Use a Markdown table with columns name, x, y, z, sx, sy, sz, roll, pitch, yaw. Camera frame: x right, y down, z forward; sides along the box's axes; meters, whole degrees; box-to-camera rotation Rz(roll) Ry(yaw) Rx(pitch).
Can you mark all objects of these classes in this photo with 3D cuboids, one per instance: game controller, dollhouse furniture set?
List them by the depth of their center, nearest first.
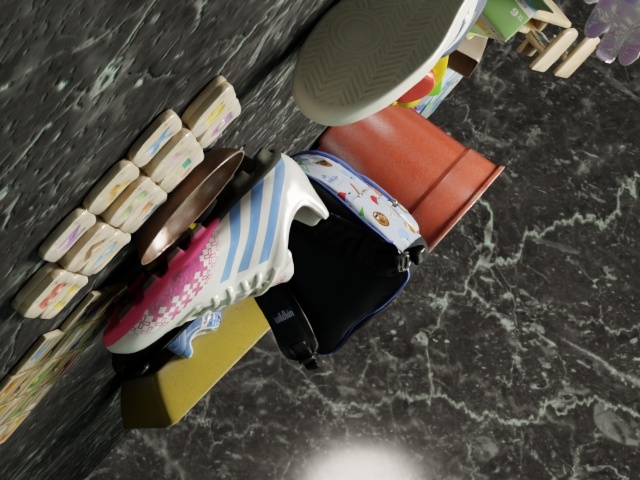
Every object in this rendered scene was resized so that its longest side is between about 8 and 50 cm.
| name | x | y | z | sx | sy | sz | roll | pitch | yaw |
| --- | --- | --- | --- | --- | --- | --- | --- | --- | --- |
| game controller | -0.143 | 0.057 | 1.775 | 0.319 | 0.067 | 0.166 | -46 | -164 | -30 |
| dollhouse furniture set | 0.341 | -0.408 | 2.228 | 0.242 | 0.212 | 0.161 | 3 | 136 | -51 |

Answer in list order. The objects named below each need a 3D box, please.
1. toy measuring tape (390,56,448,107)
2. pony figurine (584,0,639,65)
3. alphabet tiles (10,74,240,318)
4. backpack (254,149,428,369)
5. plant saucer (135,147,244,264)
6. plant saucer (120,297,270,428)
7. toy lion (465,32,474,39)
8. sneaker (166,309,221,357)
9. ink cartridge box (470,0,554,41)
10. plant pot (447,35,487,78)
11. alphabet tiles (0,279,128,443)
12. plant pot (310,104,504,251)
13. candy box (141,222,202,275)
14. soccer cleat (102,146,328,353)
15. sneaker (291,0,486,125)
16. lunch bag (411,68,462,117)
| name | x | y | z | sx | sy | sz | roll | pitch | yaw |
| --- | --- | --- | --- | --- | --- | --- | --- | --- | --- |
| toy measuring tape | 0.107 | -0.274 | 1.758 | 0.121 | 0.121 | 0.330 | -47 | 160 | -23 |
| pony figurine | 0.339 | -0.433 | 1.690 | 0.351 | 0.303 | 0.363 | -58 | 159 | 18 |
| alphabet tiles | -0.178 | -0.036 | 1.289 | 0.284 | 0.021 | 0.278 | -48 | 177 | -4 |
| backpack | 0.000 | 0.000 | 2.017 | 0.276 | 0.263 | 0.213 | -45 | -176 | 26 |
| plant saucer | -0.150 | -0.044 | 1.507 | 0.168 | 0.029 | 0.168 | -47 | 176 | -4 |
| plant saucer | -0.224 | 0.196 | 2.469 | 0.333 | 0.081 | 0.333 | -44 | -170 | -22 |
| toy lion | 0.201 | -0.357 | 2.100 | 0.100 | 0.096 | 0.034 | -1 | 153 | -24 |
| sneaker | -0.195 | 0.111 | 2.339 | 0.211 | 0.081 | 0.080 | -48 | 176 | -12 |
| ink cartridge box | 0.211 | -0.318 | 1.759 | 0.062 | 0.109 | 0.209 | -43 | -162 | 1 |
| plant pot | 0.247 | -0.368 | 2.431 | 0.096 | 0.109 | 0.109 | -61 | 179 | -10 |
| alphabet tiles | -0.355 | 0.182 | 1.622 | 0.342 | 0.011 | 0.285 | -49 | 177 | 6 |
| plant pot | 0.127 | -0.112 | 2.344 | 0.272 | 0.265 | 0.272 | -48 | 178 | -3 |
| candy box | -0.187 | 0.021 | 1.823 | 0.105 | 0.027 | 0.206 | -51 | 177 | 4 |
| soccer cleat | -0.114 | 0.034 | 1.636 | 0.331 | 0.143 | 0.116 | -49 | -164 | -22 |
| sneaker | 0.094 | -0.229 | 1.529 | 0.350 | 0.131 | 0.148 | -47 | 165 | -24 |
| lunch bag | 0.210 | -0.311 | 2.666 | 0.176 | 0.090 | 0.219 | -49 | 177 | 39 |
